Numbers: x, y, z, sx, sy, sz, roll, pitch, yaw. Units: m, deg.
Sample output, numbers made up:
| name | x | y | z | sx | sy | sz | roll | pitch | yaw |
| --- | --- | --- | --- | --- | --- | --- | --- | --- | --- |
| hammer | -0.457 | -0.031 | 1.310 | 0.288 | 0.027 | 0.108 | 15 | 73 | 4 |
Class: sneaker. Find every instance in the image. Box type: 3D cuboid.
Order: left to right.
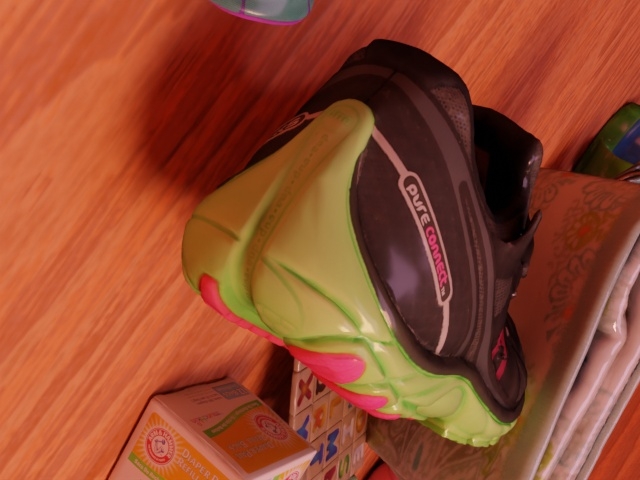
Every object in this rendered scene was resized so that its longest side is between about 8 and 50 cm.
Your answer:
| name | x | y | z | sx | sy | sz | roll | pitch | yaw |
| --- | --- | --- | --- | --- | --- | --- | --- | --- | --- |
| sneaker | 0.088 | 0.018 | 0.602 | 0.202 | 0.185 | 0.483 | -56 | 161 | -1 |

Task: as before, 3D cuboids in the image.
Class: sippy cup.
| name | x | y | z | sx | sy | sz | roll | pitch | yaw |
| --- | --- | --- | --- | --- | --- | --- | --- | --- | --- |
| sippy cup | 0.537 | -0.068 | 1.391 | 0.305 | 0.224 | 0.240 | -36 | 152 | -38 |

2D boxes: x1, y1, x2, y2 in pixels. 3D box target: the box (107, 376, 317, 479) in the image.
| name | x | y | z | sx | sy | sz | roll | pitch | yaw |
| --- | --- | --- | --- | --- | --- | --- | --- | --- | --- |
| box | -0.111 | 0.226 | 0.701 | 0.203 | 0.103 | 0.114 | -61 | 156 | 16 |

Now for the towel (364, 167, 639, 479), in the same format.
| name | x | y | z | sx | sy | sz | roll | pitch | yaw |
| --- | --- | --- | --- | --- | --- | --- | --- | --- | --- |
| towel | 0.184 | 0.101 | 0.873 | 0.374 | 0.090 | 0.320 | -62 | -159 | 1 |

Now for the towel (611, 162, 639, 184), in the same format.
| name | x | y | z | sx | sy | sz | roll | pitch | yaw |
| --- | --- | --- | --- | --- | --- | --- | --- | --- | --- |
| towel | 0.297 | 0.062 | 1.228 | 0.370 | 0.040 | 0.271 | -31 | 151 | -13 |

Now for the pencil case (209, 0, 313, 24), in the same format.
| name | x | y | z | sx | sy | sz | roll | pitch | yaw |
| --- | --- | --- | --- | --- | --- | --- | --- | --- | --- |
| pencil case | -0.015 | -0.176 | 0.372 | 0.070 | 0.064 | 0.151 | -23 | 142 | -48 |

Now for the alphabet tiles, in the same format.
| name | x | y | z | sx | sy | sz | roll | pitch | yaw |
| --- | --- | --- | --- | --- | --- | --- | --- | --- | --- |
| alphabet tiles | 0.012 | 0.180 | 0.848 | 0.198 | 0.009 | 0.237 | -16 | 112 | -66 |

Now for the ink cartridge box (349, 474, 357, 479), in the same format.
| name | x | y | z | sx | sy | sz | roll | pitch | yaw |
| --- | --- | --- | --- | --- | --- | --- | --- | --- | --- |
| ink cartridge box | -0.067 | 0.290 | 0.891 | 0.154 | 0.093 | 0.212 | -57 | 159 | 4 |

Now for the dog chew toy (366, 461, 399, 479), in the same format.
| name | x | y | z | sx | sy | sz | roll | pitch | yaw |
| --- | --- | --- | --- | --- | --- | --- | --- | --- | --- |
| dog chew toy | 0.164 | 0.427 | 1.415 | 0.332 | 0.206 | 0.207 | -53 | 159 | 18 |
